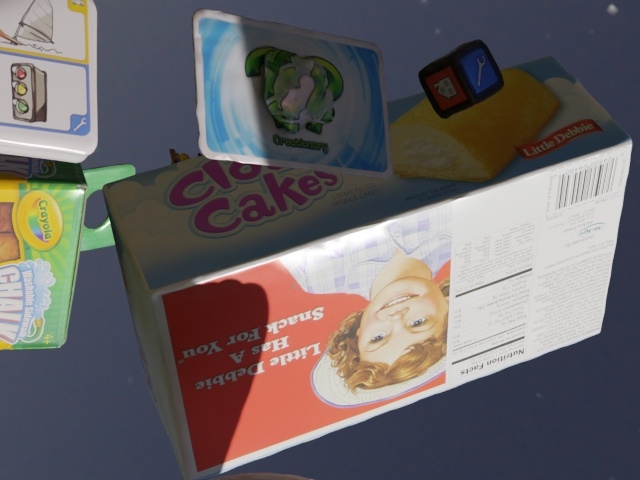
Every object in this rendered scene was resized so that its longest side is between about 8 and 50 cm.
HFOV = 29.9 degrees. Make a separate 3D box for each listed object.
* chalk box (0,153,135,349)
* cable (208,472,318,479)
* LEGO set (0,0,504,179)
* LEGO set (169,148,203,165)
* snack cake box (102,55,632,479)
[{"bbox_3d":[-0.305,-0.022,1.056,0.179,0.288,0.180,-118,-146,-50],"label":"chalk box"},{"bbox_3d":[-0.012,0.232,0.555,0.089,0.257,0.257,-30,142,-54],"label":"cable"},{"bbox_3d":[-0.044,-0.106,0.406,0.060,0.244,0.183,-21,-110,53],"label":"LEGO set"},{"bbox_3d":[0.000,0.000,1.171,0.192,0.331,0.255,-47,160,-3],"label":"LEGO set"},{"bbox_3d":[0.029,0.014,0.660,0.152,0.264,0.089,87,-20,-44],"label":"snack cake box"}]
